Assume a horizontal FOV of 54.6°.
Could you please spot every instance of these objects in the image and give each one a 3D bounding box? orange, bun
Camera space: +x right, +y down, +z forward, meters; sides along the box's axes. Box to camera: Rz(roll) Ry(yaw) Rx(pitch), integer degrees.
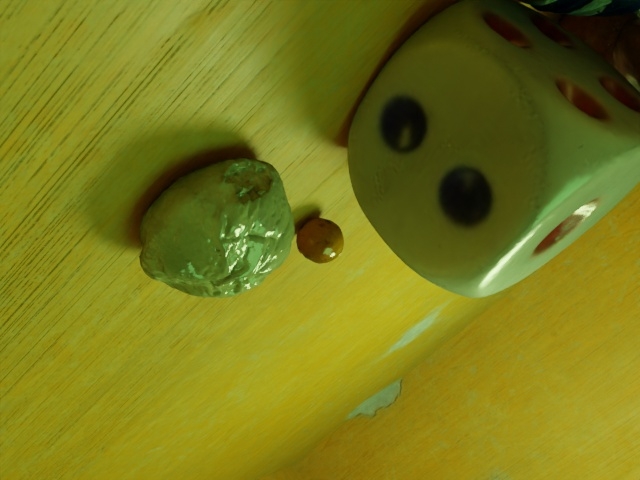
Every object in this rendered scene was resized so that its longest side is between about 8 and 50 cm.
[{"bbox_3d":[-0.001,0.000,1.065,0.083,0.083,0.083,-30,157,-14],"label":"orange"},{"bbox_3d":[-0.128,-0.001,0.809,0.220,0.134,0.220,-27,159,-12],"label":"bun"}]

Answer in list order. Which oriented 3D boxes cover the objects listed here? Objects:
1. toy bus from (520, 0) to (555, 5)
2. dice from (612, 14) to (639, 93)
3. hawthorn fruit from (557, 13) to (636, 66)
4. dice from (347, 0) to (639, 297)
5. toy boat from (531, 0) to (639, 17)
[{"bbox_3d":[0.303,-0.396,0.685,0.265,0.121,0.120,-41,148,14],"label":"toy bus"},{"bbox_3d":[0.500,-0.226,0.806,0.174,0.179,0.175,-27,119,6],"label":"dice"},{"bbox_3d":[0.444,-0.284,0.992,0.299,0.211,0.211,-35,160,26],"label":"hawthorn fruit"},{"bbox_3d":[0.240,-0.126,0.866,0.277,0.304,0.304,-14,149,-39],"label":"dice"},{"bbox_3d":[0.424,-0.333,0.797,0.291,0.220,0.067,-6,120,-5],"label":"toy boat"}]
